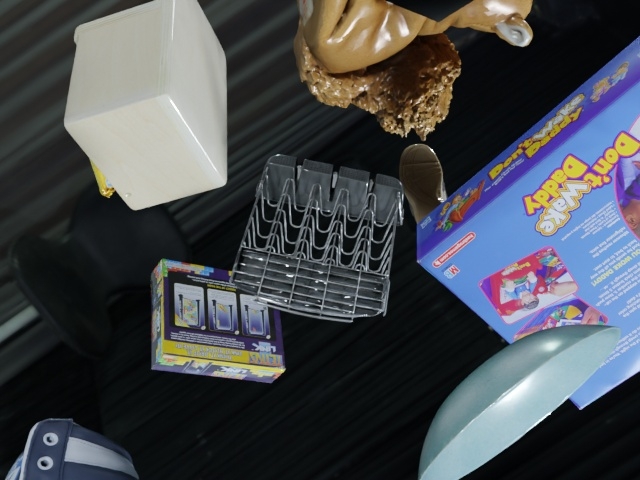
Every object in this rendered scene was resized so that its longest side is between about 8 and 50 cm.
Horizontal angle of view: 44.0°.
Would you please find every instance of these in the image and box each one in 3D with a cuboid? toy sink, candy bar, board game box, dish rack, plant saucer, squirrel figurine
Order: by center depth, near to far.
[{"bbox_3d":[0.143,0.119,0.608,0.037,0.195,0.195,51,1,27],"label":"plant saucer"},{"bbox_3d":[0.291,-0.030,0.708,0.233,0.347,0.078,42,24,-15],"label":"board game box"},{"bbox_3d":[-0.199,-0.179,0.927,0.152,0.131,0.234,62,18,-51],"label":"toy sink"},{"bbox_3d":[0.000,0.000,1.003,0.271,0.208,0.074,-77,177,-46],"label":"dish rack"},{"bbox_3d":[-0.136,0.107,1.043,0.170,0.048,0.141,13,53,-28],"label":"board game box"},{"bbox_3d":[-0.357,-0.147,1.250,0.040,0.018,0.161,-82,159,-73],"label":"candy bar"},{"bbox_3d":[0.152,-0.372,1.308,0.397,0.371,0.281,98,-16,-46],"label":"squirrel figurine"}]

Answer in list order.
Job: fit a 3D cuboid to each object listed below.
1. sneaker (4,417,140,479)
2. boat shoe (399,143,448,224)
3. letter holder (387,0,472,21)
[{"bbox_3d":[-0.182,0.184,0.414,0.282,0.099,0.153,11,39,-57],"label":"sneaker"},{"bbox_3d":[0.252,-0.095,1.870,0.092,0.103,0.285,71,5,-62],"label":"boat shoe"},{"bbox_3d":[0.152,-0.376,0.720,0.152,0.302,0.214,11,72,-32],"label":"letter holder"}]
